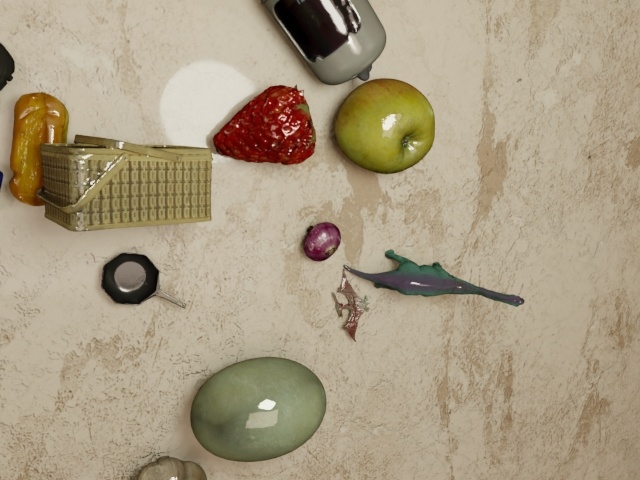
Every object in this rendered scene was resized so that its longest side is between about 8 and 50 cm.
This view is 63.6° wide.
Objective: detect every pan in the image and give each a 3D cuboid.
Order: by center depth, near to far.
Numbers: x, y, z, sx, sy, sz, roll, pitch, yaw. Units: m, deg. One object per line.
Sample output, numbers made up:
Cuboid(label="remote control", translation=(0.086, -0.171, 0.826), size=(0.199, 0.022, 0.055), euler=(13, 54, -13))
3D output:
Cuboid(label="pan", translation=(-0.442, 0.119, 1.268), size=(0.128, 0.048, 0.202), euler=(-37, 109, -9))

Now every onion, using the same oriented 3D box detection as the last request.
Cuboid(label="onion", translation=(0.000, 0.000, 1.392), size=(0.115, 0.115, 0.104), euler=(-43, 67, -8))

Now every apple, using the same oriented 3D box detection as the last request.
Cuboid(label="apple", translation=(0.168, -0.289, 1.321), size=(0.260, 0.194, 0.261), euler=(-18, 130, -23))

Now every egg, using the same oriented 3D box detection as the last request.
Cuboid(label="egg", translation=(-0.154, 0.430, 1.327), size=(0.351, 0.258, 0.259), euler=(-7, 103, -14))

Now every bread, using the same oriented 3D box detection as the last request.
Cuboid(label="bread", translation=(-0.611, -0.197, 1.121), size=(0.101, 0.094, 0.246), euler=(8, 98, -16))

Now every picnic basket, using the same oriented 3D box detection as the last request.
Cuboid(label="picnic basket", translation=(-0.410, -0.130, 1.091), size=(0.312, 0.228, 0.176), euler=(-8, 106, -41))

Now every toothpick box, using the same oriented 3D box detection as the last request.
Cuboid(label="toothpick box", translation=(0.027, -0.523, 1.243), size=(0.229, 0.229, 0.316), euler=(-43, 113, -8))

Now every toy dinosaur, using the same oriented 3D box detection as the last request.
Cuboid(label="toy dinosaur", translation=(0.300, 0.117, 1.394), size=(0.383, 0.331, 0.130), euler=(5, 96, -23))
Cuboid(label="toy dinosaur", translation=(0.090, 0.187, 1.491), size=(0.108, 0.032, 0.220), euler=(-10, 94, -15))

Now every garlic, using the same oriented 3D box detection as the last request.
Cuboid(label="garlic", translation=(-0.401, 0.662, 1.336), size=(0.227, 0.152, 0.228), euler=(-6, 103, -28))

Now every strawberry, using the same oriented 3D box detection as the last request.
Cuboid(label="strawberry", translation=(-0.135, -0.256, 1.241), size=(0.244, 0.205, 0.205), euler=(-18, 107, 2))

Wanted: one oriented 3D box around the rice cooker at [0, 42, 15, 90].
Cuboid(label="rice cooker", translation=(-0.711, -0.324, 1.033), size=(0.203, 0.142, 0.118), euler=(-47, 124, -3))

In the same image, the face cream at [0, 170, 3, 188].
Cuboid(label="face cream", translation=(-0.755, -0.108, 1.022), size=(0.205, 0.206, 0.111), euler=(14, 101, -22))
